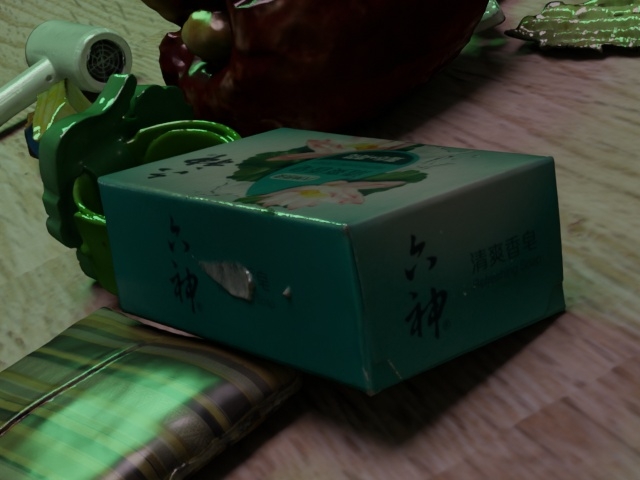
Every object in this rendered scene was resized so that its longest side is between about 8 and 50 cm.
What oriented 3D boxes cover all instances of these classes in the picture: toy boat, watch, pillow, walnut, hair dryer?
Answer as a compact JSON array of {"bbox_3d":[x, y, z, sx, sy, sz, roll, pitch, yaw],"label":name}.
[{"bbox_3d":[-0.251,-0.113,1.293,0.066,0.065,0.172,-40,21,7],"label":"toy boat"},{"bbox_3d":[-0.108,-0.041,0.965,0.152,0.131,0.165,15,41,37],"label":"watch"},{"bbox_3d":[-0.146,0.111,0.762,0.212,0.052,0.208,-38,31,-31],"label":"pillow"},{"bbox_3d":[-0.001,-0.199,1.088,0.269,0.222,0.244,-17,34,-24],"label":"walnut"},{"bbox_3d":[-0.320,-0.152,1.421,0.236,0.073,0.131,-36,29,-23],"label":"hair dryer"}]

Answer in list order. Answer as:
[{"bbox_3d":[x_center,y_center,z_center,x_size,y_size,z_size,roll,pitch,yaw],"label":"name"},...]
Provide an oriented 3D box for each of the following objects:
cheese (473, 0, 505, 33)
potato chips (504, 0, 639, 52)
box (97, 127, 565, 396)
[{"bbox_3d":[0.129,-0.233,1.233,0.127,0.054,0.251,-23,25,6],"label":"cheese"},{"bbox_3d":[0.239,-0.172,1.046,0.092,0.028,0.207,-39,28,-29],"label":"potato chips"},{"bbox_3d":[0.000,0.000,0.778,0.153,0.092,0.245,-20,20,-36],"label":"box"}]
